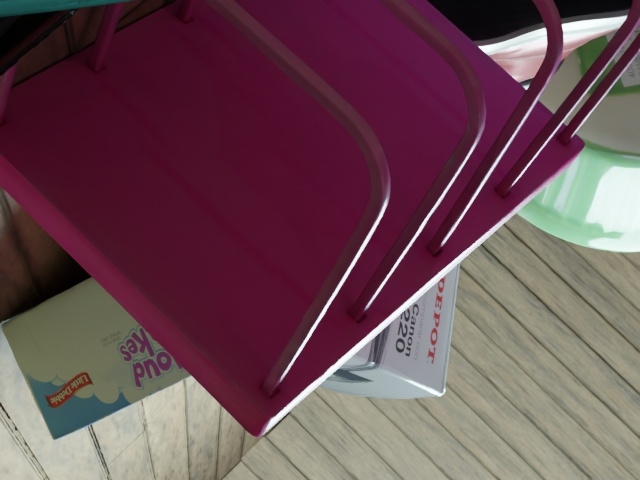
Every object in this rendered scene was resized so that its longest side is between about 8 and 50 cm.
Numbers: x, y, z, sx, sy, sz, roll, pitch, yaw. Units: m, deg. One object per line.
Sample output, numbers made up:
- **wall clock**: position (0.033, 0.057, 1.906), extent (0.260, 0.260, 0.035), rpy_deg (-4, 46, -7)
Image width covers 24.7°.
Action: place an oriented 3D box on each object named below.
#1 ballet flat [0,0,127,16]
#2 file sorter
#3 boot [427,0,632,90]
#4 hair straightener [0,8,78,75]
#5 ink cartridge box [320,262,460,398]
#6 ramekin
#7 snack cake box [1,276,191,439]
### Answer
- **ballet flat**: position (-0.138, -0.088, 0.439), extent (0.213, 0.068, 0.072), rpy_deg (-15, -174, -13)
- **file sorter**: position (0.018, -0.097, 0.697), extent (0.291, 0.202, 0.182), rpy_deg (-38, 166, -41)
- **boot**: position (0.080, -0.136, 0.982), extent (0.244, 0.088, 0.176), rpy_deg (-6, 166, -24)
- **hair straightener**: position (-0.112, -0.107, 0.518), extent (0.230, 0.047, 0.089), rpy_deg (-33, 155, 13)
- **ink cartridge box**: position (0.000, 0.000, 0.901), extent (0.218, 0.092, 0.158), rpy_deg (28, 66, -55)
- **ramekin**: position (0.277, -0.156, 1.309), extent (0.303, 0.303, 0.148), rpy_deg (-43, 162, -17)
- **snack cake box**: position (-0.081, 0.039, 1.038), extent (0.152, 0.089, 0.264), rpy_deg (-25, 180, 27)
